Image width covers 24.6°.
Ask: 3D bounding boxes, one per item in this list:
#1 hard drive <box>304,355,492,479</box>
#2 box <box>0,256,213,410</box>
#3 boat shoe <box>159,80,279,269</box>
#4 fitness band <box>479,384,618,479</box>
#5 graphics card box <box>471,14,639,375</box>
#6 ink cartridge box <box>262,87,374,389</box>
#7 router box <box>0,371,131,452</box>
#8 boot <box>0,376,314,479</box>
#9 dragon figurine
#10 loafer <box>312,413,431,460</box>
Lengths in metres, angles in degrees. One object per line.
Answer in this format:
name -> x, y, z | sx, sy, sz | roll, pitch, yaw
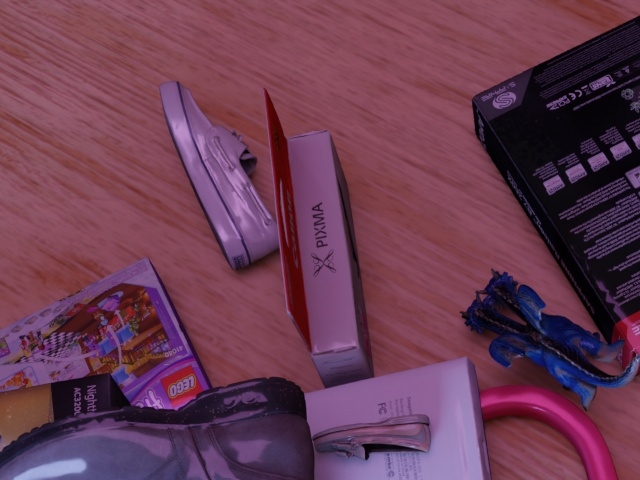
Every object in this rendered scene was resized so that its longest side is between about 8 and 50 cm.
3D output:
hard drive -> 0.020, 0.257, 1.543 | 0.319, 0.040, 0.210 | -15, 62, 17
box -> -0.284, 0.171, 1.669 | 0.293, 0.057, 0.201 | -26, 61, -4
boat shoe -> -0.117, -0.087, 1.759 | 0.084, 0.095, 0.258 | -23, 73, -6
fitness band -> 0.213, 0.292, 1.528 | 0.209, 0.054, 0.290 | -11, 63, 1
graphics card box -> 0.355, -0.055, 1.649 | 0.233, 0.094, 0.371 | -27, 64, -4
ink cartridge box -> 0.000, 0.000, 1.602 | 0.060, 0.239, 0.275 | -10, 63, 5
router box -> -0.318, 0.305, 1.509 | 0.243, 0.081, 0.308 | -11, 55, 6
boot -> -0.153, 0.270, 1.384 | 0.338, 0.118, 0.222 | -16, 61, 7
dragon figurine -> 0.231, 0.103, 1.534 | 0.144, 0.289, 0.085 | 28, 95, -8
loafer -> 0.052, 0.207, 1.503 | 0.125, 0.045, 0.039 | -13, 69, 15
